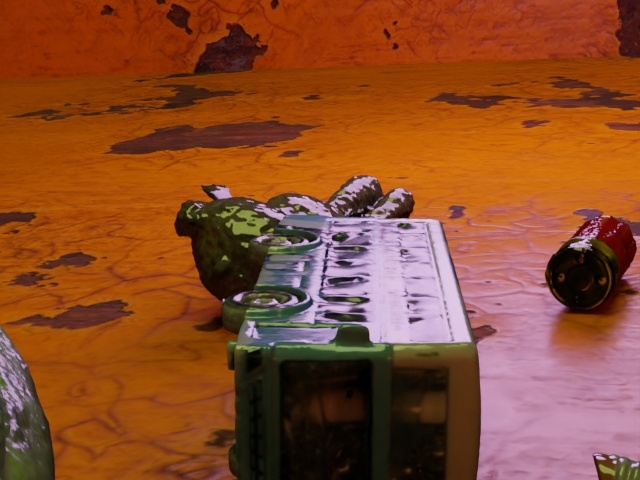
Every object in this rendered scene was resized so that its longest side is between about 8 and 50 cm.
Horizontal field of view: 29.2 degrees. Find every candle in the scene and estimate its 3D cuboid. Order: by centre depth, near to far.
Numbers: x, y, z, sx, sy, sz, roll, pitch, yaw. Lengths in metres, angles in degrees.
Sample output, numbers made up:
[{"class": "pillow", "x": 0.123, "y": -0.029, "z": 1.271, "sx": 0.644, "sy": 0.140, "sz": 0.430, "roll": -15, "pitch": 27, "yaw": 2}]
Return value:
[{"class": "candle", "x": 0.209, "y": 0.012, "z": 0.934, "sx": 0.052, "sy": 0.052, "sz": 0.130, "roll": 2, "pitch": 15, "yaw": 23}]

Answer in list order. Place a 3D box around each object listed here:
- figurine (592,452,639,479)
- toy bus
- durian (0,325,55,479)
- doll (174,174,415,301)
[{"class": "figurine", "x": 0.224, "y": 0.087, "z": 0.555, "sx": 0.197, "sy": 0.094, "sz": 0.147, "roll": -2, "pitch": -4, "yaw": 11}, {"class": "toy bus", "x": 0.017, "y": 0.058, "z": 0.706, "sx": 0.131, "sy": 0.106, "sz": 0.297, "roll": 0, "pitch": 13, "yaw": 1}, {"class": "durian", "x": -0.174, "y": 0.089, "z": 0.565, "sx": 0.101, "sy": 0.139, "sz": 0.250, "roll": -1, "pitch": 15, "yaw": -12}, {"class": "doll", "x": -0.015, "y": -0.010, "z": 1.013, "sx": 0.202, "sy": 0.091, "sz": 0.286, "roll": 28, "pitch": 24, "yaw": -9}]
